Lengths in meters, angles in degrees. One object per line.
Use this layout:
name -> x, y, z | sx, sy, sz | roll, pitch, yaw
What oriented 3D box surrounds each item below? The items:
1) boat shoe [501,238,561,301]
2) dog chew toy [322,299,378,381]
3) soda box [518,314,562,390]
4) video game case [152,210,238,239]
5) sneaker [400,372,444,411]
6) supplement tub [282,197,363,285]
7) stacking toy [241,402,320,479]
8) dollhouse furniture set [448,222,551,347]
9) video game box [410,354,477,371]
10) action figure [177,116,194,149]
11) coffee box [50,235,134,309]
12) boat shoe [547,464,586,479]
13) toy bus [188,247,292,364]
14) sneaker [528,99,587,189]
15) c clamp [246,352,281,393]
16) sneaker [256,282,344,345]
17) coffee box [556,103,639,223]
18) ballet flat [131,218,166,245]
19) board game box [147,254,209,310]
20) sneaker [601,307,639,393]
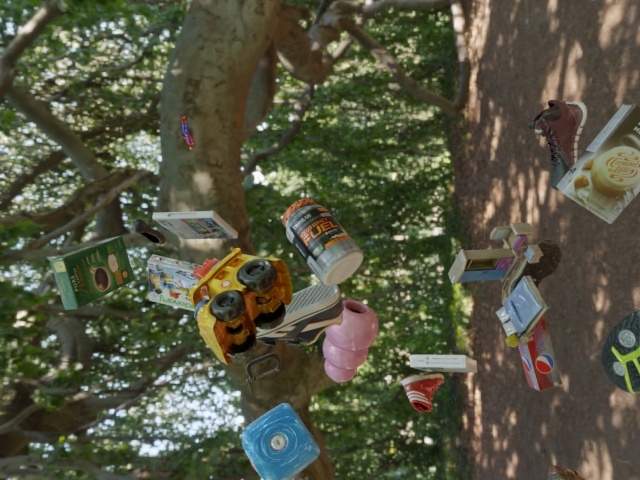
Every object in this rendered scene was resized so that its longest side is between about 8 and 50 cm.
boat shoe -> 0.791, 0.121, 2.035 | 0.324, 0.122, 0.120 | -42, -1, -24
dog chew toy -> 0.101, 0.400, 2.051 | 0.206, 0.207, 0.331 | -73, -4, -70
soda box -> 0.748, 0.378, 1.857 | 0.083, 0.092, 0.263 | 133, 123, -84
video game case -> -0.362, -0.043, 1.570 | 0.201, 0.183, 0.023 | 57, -146, -69
sneaker -> 0.373, 0.541, 1.884 | 0.087, 0.221, 0.128 | -38, 57, 40
supplement tub -> 0.000, 0.000, 1.213 | 0.190, 0.117, 0.117 | 51, 167, 26
stacking toy -> -0.107, 0.593, 1.477 | 0.175, 0.166, 0.302 | 50, 159, 26
dollhouse furniture set -> 0.582, 0.151, 1.696 | 0.286, 0.198, 0.303 | 101, 161, -49
video game box -> 0.425, 0.423, 1.830 | 0.205, 0.187, 0.048 | 34, -128, -59
action figure -> -0.458, -0.364, 1.824 | 0.030, 0.038, 0.115 | -41, -54, -41
coffee box -> -0.487, 0.065, 1.152 | 0.184, 0.040, 0.113 | -41, -58, -65
boat shoe -> 0.510, 0.492, 1.074 | 0.178, 0.064, 0.060 | 32, -139, -37
toy bus -> -0.199, 0.119, 1.122 | 0.220, 0.211, 0.149 | -46, -37, -36
sneaker -> 0.720, -0.307, 1.675 | 0.106, 0.163, 0.281 | -156, 76, -79
c clamp -> -0.220, 0.501, 2.059 | 0.022, 0.161, 0.137 | 47, 160, 61
sneaker -> -0.092, 0.217, 1.378 | 0.126, 0.321, 0.127 | -102, -5, -58
coffee box -> 0.711, -0.184, 1.279 | 0.246, 0.141, 0.098 | -58, -5, 21
ballet flat -> -0.542, -0.015, 1.679 | 0.173, 0.057, 0.049 | 55, -146, -64
board game box -> -0.501, 0.174, 2.027 | 0.053, 0.305, 0.193 | -69, -10, -57
sneaker -> 0.734, 0.174, 1.102 | 0.145, 0.147, 0.384 | 59, 142, 45
